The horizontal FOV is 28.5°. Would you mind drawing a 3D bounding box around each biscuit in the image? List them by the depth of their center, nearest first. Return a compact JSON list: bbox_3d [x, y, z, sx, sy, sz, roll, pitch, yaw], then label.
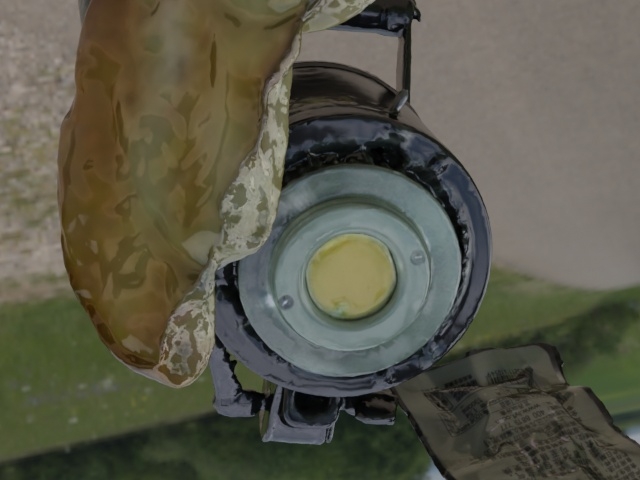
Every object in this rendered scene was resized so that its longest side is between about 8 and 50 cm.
[{"bbox_3d":[-0.043,-0.094,0.557,0.154,0.299,0.045,37,-166,35],"label":"biscuit"}]

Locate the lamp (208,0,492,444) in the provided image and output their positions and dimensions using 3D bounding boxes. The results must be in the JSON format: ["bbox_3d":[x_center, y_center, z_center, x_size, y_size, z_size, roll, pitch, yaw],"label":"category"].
[{"bbox_3d":[0.008,-0.025,0.923,0.205,0.374,0.272,4,178,-9],"label":"lamp"}]

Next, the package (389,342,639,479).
[{"bbox_3d":[0.163,0.159,0.968,0.166,0.040,0.232,-11,-144,-22],"label":"package"}]

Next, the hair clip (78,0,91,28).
[{"bbox_3d":[-0.152,-0.153,0.912,0.070,0.229,0.039,5,145,-26],"label":"hair clip"}]
